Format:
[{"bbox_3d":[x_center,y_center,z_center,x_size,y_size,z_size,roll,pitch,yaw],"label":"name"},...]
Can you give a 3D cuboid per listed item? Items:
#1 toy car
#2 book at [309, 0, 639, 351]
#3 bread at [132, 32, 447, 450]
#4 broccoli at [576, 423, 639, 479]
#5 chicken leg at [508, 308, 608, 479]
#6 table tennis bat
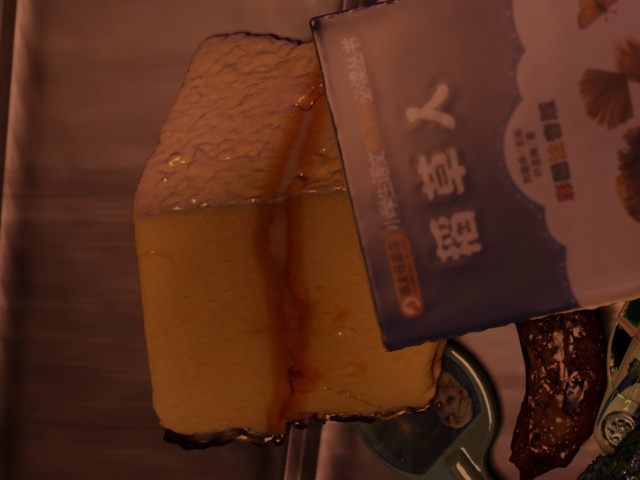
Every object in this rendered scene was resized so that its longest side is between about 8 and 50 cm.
[{"bbox_3d":[0.302,0.092,1.758,0.076,0.090,0.224,32,114,15],"label":"toy car"},{"bbox_3d":[0.228,-0.091,1.635,0.428,0.039,0.300,-13,104,4],"label":"book"},{"bbox_3d":[0.000,0.000,1.881,0.345,0.242,0.405,6,136,17],"label":"bread"},{"bbox_3d":[0.328,0.276,1.710,0.241,0.269,0.261,28,152,39],"label":"broccoli"},{"bbox_3d":[0.219,0.122,1.814,0.105,0.063,0.234,1,105,28],"label":"chicken leg"},{"bbox_3d":[0.123,0.198,1.891,0.149,0.038,0.237,-38,85,24],"label":"table tennis bat"}]
